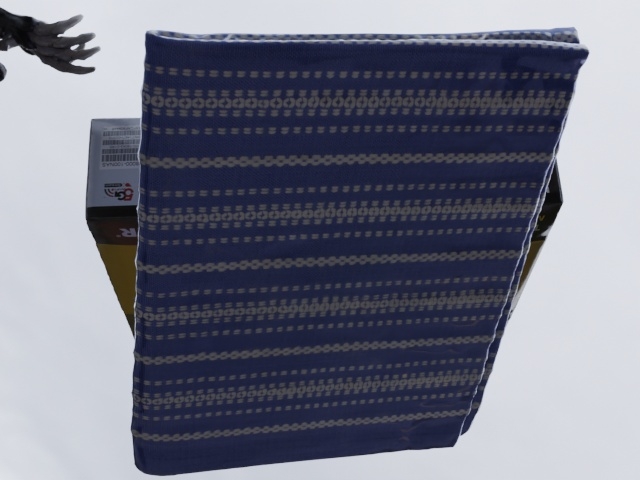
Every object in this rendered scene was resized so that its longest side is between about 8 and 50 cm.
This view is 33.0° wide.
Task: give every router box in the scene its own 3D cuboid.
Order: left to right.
[{"bbox_3d":[0.000,0.000,0.804,0.309,0.081,0.243,-2,-26,-1],"label":"router box"}]

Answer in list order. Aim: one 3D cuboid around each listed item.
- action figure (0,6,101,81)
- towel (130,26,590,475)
[{"bbox_3d":[-0.218,-0.177,0.753,0.141,0.275,0.164,17,-25,5],"label":"action figure"},{"bbox_3d":[0.009,0.020,0.654,0.040,0.243,0.336,-111,-157,-47],"label":"towel"}]
